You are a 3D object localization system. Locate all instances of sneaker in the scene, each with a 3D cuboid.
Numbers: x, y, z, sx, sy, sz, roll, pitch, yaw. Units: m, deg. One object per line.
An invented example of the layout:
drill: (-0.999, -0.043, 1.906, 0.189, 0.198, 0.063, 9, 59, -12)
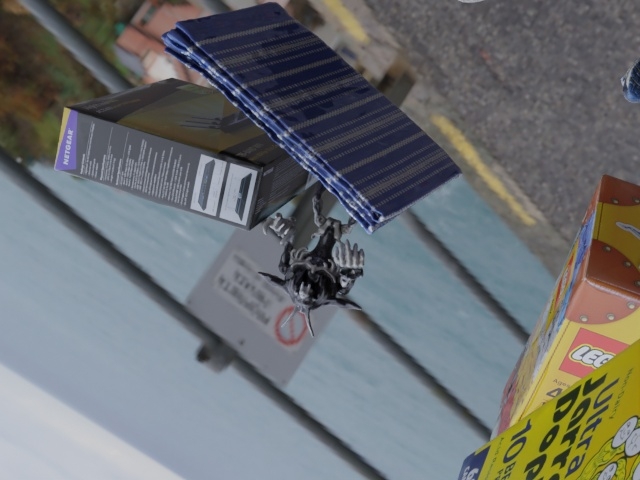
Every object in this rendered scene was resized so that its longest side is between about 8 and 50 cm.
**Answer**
sneaker: (0.399, -0.196, 1.336, 0.052, 0.135, 0.058, 45, 135, 2)

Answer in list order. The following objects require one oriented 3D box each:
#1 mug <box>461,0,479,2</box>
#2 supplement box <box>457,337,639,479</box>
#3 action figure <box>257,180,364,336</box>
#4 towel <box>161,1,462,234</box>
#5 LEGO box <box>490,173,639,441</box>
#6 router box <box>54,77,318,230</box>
mug: (0.094, -0.185, 0.655, 0.062, 0.064, 0.078, -4, 160, -29)
supplement box: (0.221, 0.213, 0.712, 0.195, 0.194, 0.356, 34, 143, -2)
action figure: (0.000, 0.000, 1.543, 0.164, 0.275, 0.141, 17, 179, 14)
towel: (-0.004, -0.156, 1.269, 0.336, 0.243, 0.040, 43, 124, 10)
LEGO box: (0.478, 0.193, 1.201, 0.500, 0.193, 0.372, 19, 132, 5)
router box: (-0.140, -0.116, 1.323, 0.243, 0.081, 0.309, 17, -161, 11)
